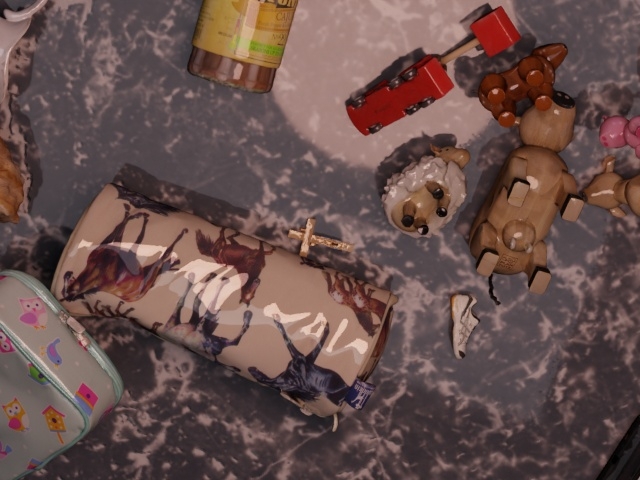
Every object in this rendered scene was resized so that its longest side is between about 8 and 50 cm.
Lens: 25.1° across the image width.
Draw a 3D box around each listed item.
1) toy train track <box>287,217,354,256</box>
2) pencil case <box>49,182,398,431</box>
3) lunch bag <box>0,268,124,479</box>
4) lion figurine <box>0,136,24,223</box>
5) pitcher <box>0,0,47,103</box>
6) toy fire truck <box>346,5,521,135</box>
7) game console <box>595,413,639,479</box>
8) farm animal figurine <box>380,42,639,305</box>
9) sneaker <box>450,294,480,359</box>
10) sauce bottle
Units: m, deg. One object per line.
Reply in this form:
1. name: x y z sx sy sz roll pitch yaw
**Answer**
1. toy train track: 0.000 0.000 1.790 0.083 0.014 0.048 14 93 -9
2. pencil case: -0.121 0.077 1.729 0.410 0.160 0.183 22 85 -5
3. lunch bag: -0.377 0.163 1.712 0.279 0.108 0.224 -34 97 40
4. lion figurine: -0.523 -0.154 1.684 0.392 0.240 0.142 36 81 9
5. pitcher: -0.434 -0.278 1.682 0.207 0.125 0.177 26 93 -15
6. toy fire truck: 0.132 -0.199 1.710 0.192 0.135 0.047 -25 104 44
7. game console: 0.382 0.391 1.855 0.213 0.044 0.361 29 100 -8
8. farm animal figurine: 0.284 -0.077 1.711 0.330 0.172 0.326 34 111 -14
9. sneaker: 0.182 0.109 1.803 0.037 0.032 0.083 -2 101 0
10. sauce bottle: -0.064 -0.346 1.672 0.111 0.111 0.344 15 102 -3
